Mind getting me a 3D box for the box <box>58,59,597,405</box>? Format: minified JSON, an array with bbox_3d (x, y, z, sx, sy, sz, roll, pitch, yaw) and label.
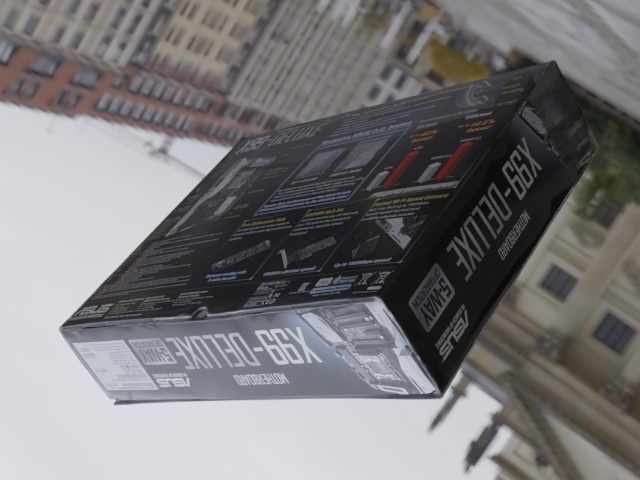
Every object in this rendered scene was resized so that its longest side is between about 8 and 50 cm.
[{"bbox_3d":[0.000,0.000,0.797,0.307,0.242,0.076,-9,122,43],"label":"box"}]
